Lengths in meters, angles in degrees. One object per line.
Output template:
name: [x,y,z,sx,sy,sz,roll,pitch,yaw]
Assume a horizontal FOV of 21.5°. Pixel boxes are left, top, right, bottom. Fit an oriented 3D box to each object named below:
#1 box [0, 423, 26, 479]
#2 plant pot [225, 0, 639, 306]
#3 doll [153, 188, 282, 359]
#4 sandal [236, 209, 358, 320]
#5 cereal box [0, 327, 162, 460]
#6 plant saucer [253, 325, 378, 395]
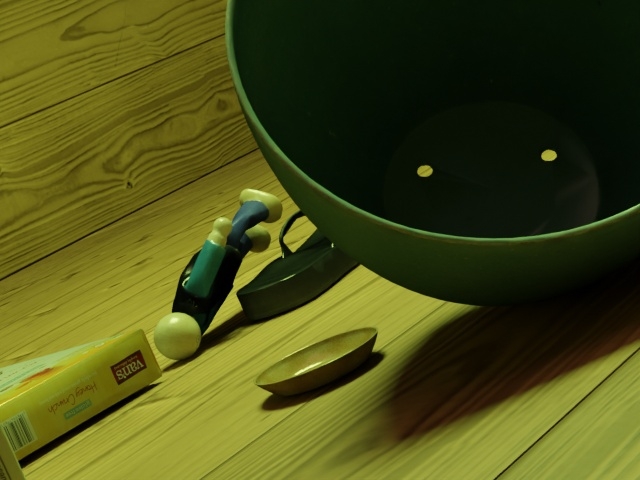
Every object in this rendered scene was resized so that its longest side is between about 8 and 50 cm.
box: [-0.348,0.164,0.995,0.311,0.148,0.121,-26,6,-29]
plant pot: [0.101,-0.076,0.985,0.290,0.290,0.195,-25,-30,-8]
doll: [-0.089,0.029,1.375,0.189,0.046,0.129,-58,-7,-48]
sandal: [0.001,0.000,1.445,0.097,0.054,0.254,-21,7,21]
cereal box: [-0.258,0.137,1.290,0.240,0.047,0.173,-17,10,44]
plant saucer: [0.000,0.076,1.035,0.083,0.015,0.083,-23,7,3]
